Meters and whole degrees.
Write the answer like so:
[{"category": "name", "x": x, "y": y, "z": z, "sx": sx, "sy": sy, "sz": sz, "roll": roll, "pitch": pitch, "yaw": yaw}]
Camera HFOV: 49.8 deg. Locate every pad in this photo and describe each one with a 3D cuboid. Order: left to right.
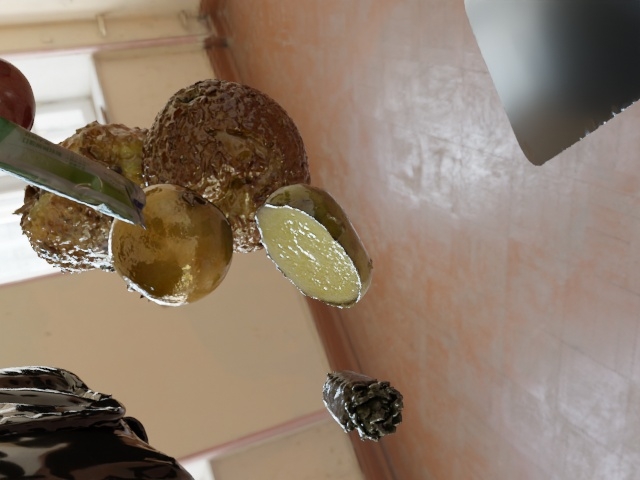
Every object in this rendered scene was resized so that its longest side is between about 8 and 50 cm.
[{"category": "pad", "x": 0.235, "y": -0.259, "z": 0.680, "sx": 0.375, "sy": 0.063, "sz": 0.315, "roll": 112, "pitch": 137, "yaw": -83}]

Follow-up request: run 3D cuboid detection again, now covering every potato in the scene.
[{"category": "potato", "x": 0.000, "y": 0.000, "z": 0.938, "sx": 0.164, "sy": 0.081, "sz": 0.200, "roll": 7, "pitch": 136, "yaw": 39}]

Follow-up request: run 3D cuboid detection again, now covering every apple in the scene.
[{"category": "apple", "x": -0.496, "y": -0.196, "z": 1.004, "sx": 0.153, "sy": 0.120, "sz": 0.154, "roll": -11, "pitch": 69, "yaw": 31}]

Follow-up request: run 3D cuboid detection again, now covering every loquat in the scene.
[{"category": "loquat", "x": -0.180, "y": 0.005, "z": 0.833, "sx": 0.137, "sy": 0.163, "sz": 0.163, "roll": -73, "pitch": -16, "yaw": -62}]

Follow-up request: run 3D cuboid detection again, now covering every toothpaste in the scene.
[{"category": "toothpaste", "x": -0.277, "y": -0.078, "z": 0.653, "sx": 0.047, "sy": 0.248, "sz": 0.078, "roll": -53, "pitch": 32, "yaw": 20}]

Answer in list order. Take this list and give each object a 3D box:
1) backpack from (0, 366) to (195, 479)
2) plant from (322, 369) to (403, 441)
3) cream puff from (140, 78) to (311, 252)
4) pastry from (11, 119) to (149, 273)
[{"category": "backpack", "x": -0.291, "y": 0.270, "z": 0.651, "sx": 0.445, "sy": 0.363, "sz": 0.255, "roll": 2, "pitch": 91, "yaw": 49}, {"category": "plant", "x": 0.063, "y": 0.249, "z": 1.054, "sx": 0.143, "sy": 0.094, "sz": 0.092, "roll": 15, "pitch": 93, "yaw": 54}, {"category": "cream puff", "x": -0.160, "y": -0.115, "z": 1.170, "sx": 0.212, "sy": 0.302, "sz": 0.303, "roll": -91, "pitch": -1, "yaw": -67}, {"category": "pastry", "x": -0.446, "y": -0.075, "z": 1.455, "sx": 0.405, "sy": 0.337, "sz": 0.293, "roll": 7, "pitch": -117, "yaw": -76}]
